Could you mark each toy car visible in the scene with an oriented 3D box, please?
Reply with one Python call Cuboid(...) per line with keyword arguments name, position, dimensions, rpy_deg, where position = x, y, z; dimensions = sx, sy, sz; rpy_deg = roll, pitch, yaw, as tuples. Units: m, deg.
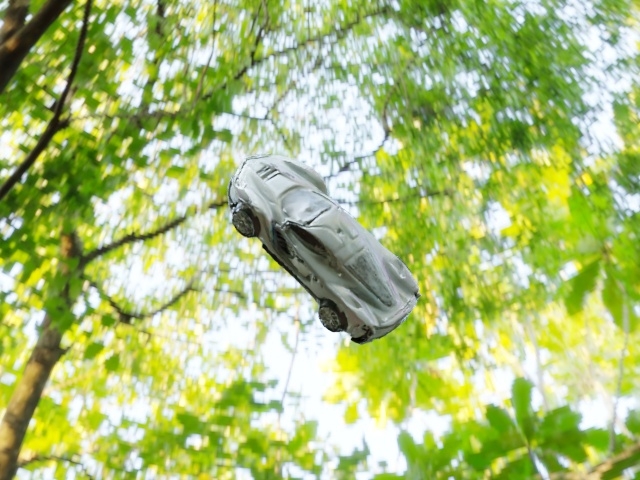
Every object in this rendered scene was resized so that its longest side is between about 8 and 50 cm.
Cuboid(name="toy car", position=(0.000, 0.000, 0.523), dimensions=(0.093, 0.041, 0.025), rpy_deg=(47, -41, 6))
